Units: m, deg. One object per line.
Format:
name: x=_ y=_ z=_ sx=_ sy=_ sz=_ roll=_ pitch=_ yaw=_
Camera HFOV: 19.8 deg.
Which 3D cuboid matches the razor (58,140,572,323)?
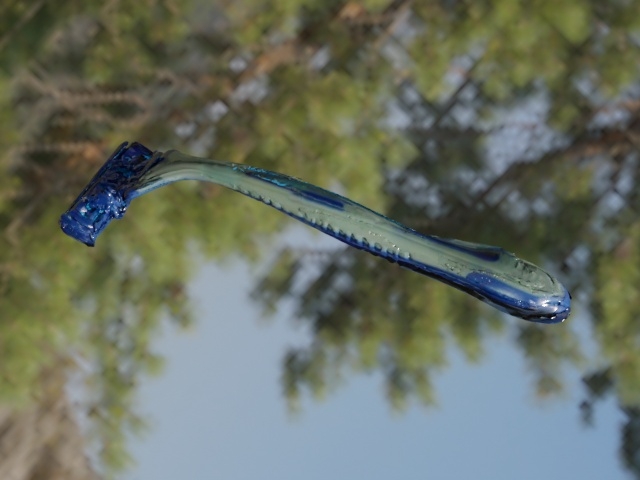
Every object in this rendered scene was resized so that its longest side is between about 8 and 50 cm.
razor: x=-0.001 y=-0.010 z=1.130 sx=0.093 sy=0.324 sz=0.056 roll=-56 pitch=154 yaw=-45
